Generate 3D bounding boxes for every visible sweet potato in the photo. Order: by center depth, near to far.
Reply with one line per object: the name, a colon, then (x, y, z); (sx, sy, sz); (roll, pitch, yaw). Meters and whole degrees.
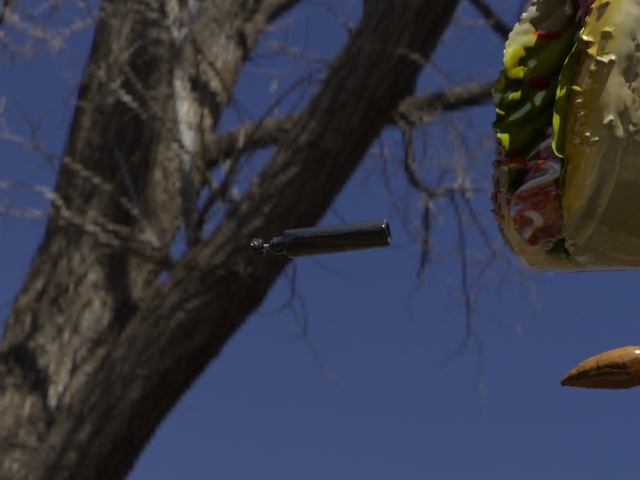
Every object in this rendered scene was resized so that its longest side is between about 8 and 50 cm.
sweet potato: (0.241, 0.105, 1.249); (0.095, 0.034, 0.034); (-10, -39, -2)

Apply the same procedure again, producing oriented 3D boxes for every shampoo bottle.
shampoo bottle: (0.000, 0.000, 1.513); (0.137, 0.027, 0.048); (-7, -20, 13)

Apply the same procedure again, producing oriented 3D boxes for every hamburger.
hamburger: (0.162, -0.082, 0.895); (0.116, 0.210, 0.173); (11, -6, 10)
